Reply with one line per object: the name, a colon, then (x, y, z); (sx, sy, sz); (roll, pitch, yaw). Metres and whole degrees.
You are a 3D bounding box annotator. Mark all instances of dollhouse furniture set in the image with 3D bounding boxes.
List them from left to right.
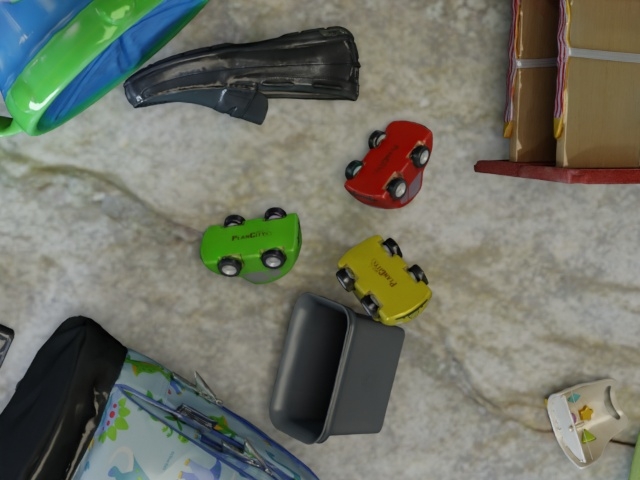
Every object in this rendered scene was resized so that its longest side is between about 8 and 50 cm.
dollhouse furniture set: (0.344, -0.154, 1.464); (0.374, 0.152, 0.201); (0, 97, -29)

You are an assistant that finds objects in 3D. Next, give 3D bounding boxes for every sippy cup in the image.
sippy cup: (-0.232, -0.246, 1.289); (0.305, 0.240, 0.224); (-42, 91, -13)

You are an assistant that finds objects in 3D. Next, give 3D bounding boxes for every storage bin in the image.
storage bin: (0.018, 0.124, 1.449); (0.091, 0.098, 0.135); (11, 95, -40)

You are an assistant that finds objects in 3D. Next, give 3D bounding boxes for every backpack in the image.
backpack: (-0.130, 0.279, 1.371); (0.355, 0.273, 0.290); (34, 83, -25)

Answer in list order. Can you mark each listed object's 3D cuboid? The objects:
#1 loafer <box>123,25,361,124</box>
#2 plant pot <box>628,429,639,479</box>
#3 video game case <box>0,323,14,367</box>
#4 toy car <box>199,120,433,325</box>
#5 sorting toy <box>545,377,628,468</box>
loafer: (-0.069, -0.144, 1.397); (0.223, 0.076, 0.078); (-11, 91, -13)
plant pot: (0.346, 0.233, 1.533); (0.083, 0.083, 0.079); (6, 83, -12)
video game case: (-0.456, 0.144, 1.379); (0.274, 0.035, 0.248); (24, 92, -13)
toy car: (0.000, 0.000, 1.415); (0.224, 0.239, 0.053); (-9, 138, 14)
sorting toy: (0.273, 0.175, 1.526); (0.075, 0.045, 0.083); (-21, 100, -15)
